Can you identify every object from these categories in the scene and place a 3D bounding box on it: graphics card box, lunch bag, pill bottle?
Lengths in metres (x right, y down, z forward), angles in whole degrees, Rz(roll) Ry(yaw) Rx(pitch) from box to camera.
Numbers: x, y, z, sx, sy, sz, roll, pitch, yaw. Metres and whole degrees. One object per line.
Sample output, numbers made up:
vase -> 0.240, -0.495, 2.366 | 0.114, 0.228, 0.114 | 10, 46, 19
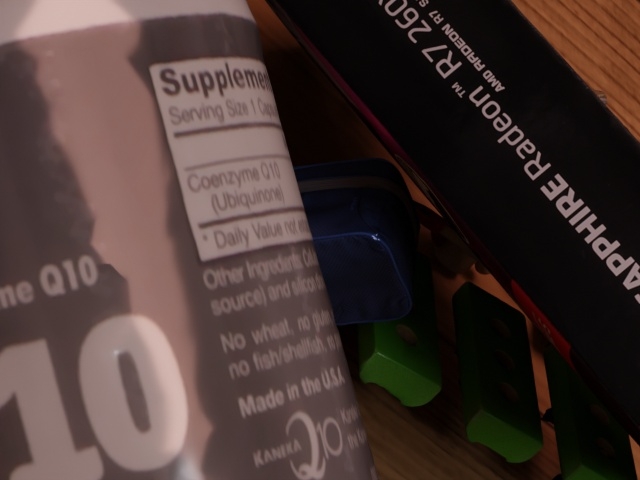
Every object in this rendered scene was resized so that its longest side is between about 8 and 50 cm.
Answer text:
graphics card box -> 0.107, -0.030, 0.992 | 0.371, 0.094, 0.233 | 52, 4, 16
lunch bag -> 0.000, 0.000, 0.991 | 0.065, 0.098, 0.067 | -78, 156, -44
pill bottle -> -0.103, 0.015, 0.683 | 0.204, 0.204, 0.361 | -13, 86, -55

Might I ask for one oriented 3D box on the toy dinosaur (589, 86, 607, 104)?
toy dinosaur -> 0.143, -0.058, 1.262 | 0.112, 0.064, 0.211 | 43, 22, 13

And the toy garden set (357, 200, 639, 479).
toy garden set -> 0.110, 0.066, 1.107 | 0.244, 0.049, 0.204 | 30, 31, -21
